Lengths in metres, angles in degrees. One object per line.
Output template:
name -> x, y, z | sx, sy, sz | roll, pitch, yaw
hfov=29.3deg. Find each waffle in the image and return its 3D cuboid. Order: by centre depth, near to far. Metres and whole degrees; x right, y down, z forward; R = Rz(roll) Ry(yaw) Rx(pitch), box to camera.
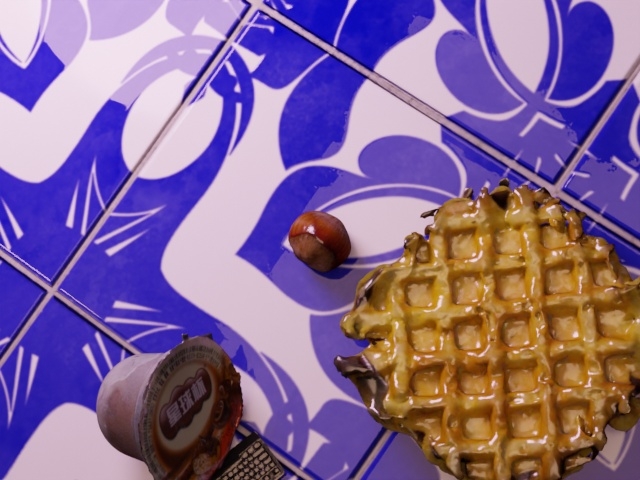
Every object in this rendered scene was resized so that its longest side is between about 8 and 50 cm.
waffle -> 0.234, 0.124, 1.562 | 0.379, 0.095, 0.382 | -45, 73, -2

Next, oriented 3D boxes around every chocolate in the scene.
chocolate -> -0.210, 0.222, 1.594 | 0.147, 0.221, 0.221 | 1, 78, 38

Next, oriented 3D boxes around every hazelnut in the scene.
hazelnut -> 0.000, 0.000, 1.635 | 0.086, 0.086, 0.086 | -2, 79, 9

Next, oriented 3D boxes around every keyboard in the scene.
keyboard -> -0.143, 0.340, 1.622 | 0.196, 0.015, 0.074 | -38, 76, 1
